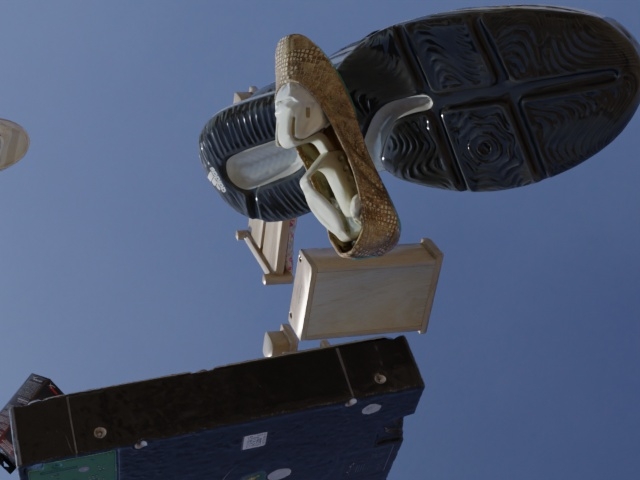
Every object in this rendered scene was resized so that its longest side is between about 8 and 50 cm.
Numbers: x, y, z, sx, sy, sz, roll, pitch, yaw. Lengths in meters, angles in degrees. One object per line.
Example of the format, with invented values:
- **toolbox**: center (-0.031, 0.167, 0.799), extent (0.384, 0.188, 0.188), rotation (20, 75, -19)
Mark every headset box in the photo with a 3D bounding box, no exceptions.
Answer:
- **headset box**: center (-0.265, 0.174, 0.991), extent (0.032, 0.062, 0.083), rotation (7, -130, 41)

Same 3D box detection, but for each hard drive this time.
- **hard drive**: center (-0.093, 0.194, 0.963), extent (0.339, 0.236, 0.064), rotation (-10, -126, -16)

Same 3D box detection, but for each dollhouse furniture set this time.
- **dollhouse furniture set**: center (0.000, 0.000, 1.434), extent (0.174, 0.303, 0.355), rotation (-2, -150, -21)

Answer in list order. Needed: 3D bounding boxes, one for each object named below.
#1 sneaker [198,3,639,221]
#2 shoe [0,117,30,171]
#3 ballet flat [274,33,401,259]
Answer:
- **sneaker**: center (0.110, -0.164, 1.041), extent (0.448, 0.169, 0.257), rotation (-9, -154, 36)
- **shoe**: center (-0.412, -0.090, 1.222), extent (0.058, 0.076, 0.219), rotation (26, -152, 29)
- **ballet flat**: center (0.003, -0.076, 0.916), extent (0.067, 0.073, 0.206), rotation (-29, -87, -40)
